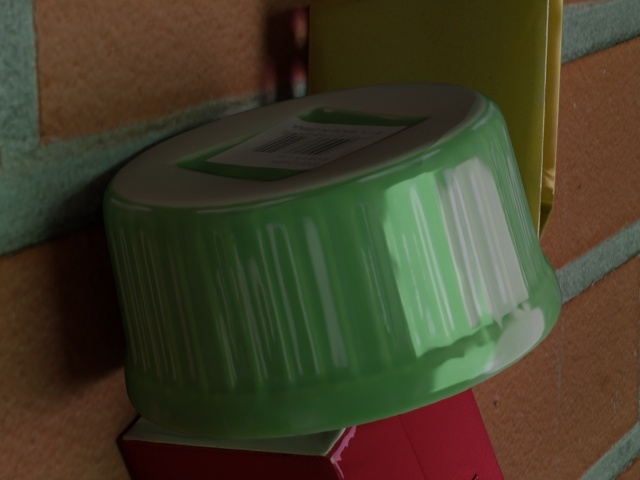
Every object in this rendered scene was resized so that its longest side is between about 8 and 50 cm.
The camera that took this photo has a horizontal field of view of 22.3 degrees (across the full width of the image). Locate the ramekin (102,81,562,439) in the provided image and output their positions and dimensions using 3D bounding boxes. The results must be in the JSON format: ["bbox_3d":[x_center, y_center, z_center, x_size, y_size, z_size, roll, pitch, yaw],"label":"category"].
[{"bbox_3d":[0.000,0.000,1.094,0.303,0.303,0.148,-36,119,-53],"label":"ramekin"}]

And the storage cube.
[{"bbox_3d":[-0.002,0.167,1.207,0.183,0.215,0.193,-52,131,-42],"label":"storage cube"}]

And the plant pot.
[{"bbox_3d":[0.093,-0.120,1.302,0.212,0.187,0.212,-39,132,-76],"label":"plant pot"}]
